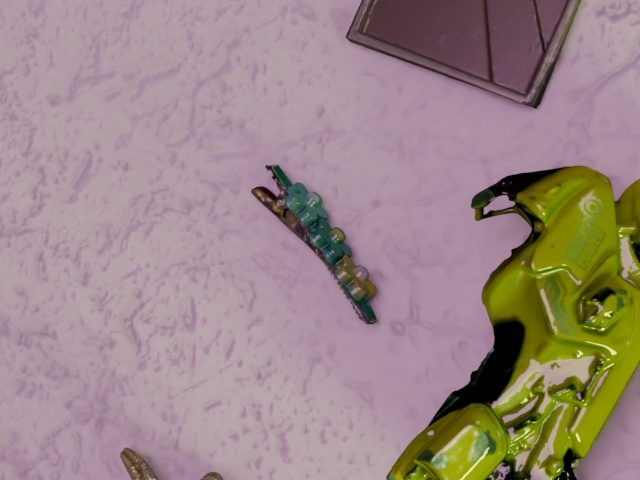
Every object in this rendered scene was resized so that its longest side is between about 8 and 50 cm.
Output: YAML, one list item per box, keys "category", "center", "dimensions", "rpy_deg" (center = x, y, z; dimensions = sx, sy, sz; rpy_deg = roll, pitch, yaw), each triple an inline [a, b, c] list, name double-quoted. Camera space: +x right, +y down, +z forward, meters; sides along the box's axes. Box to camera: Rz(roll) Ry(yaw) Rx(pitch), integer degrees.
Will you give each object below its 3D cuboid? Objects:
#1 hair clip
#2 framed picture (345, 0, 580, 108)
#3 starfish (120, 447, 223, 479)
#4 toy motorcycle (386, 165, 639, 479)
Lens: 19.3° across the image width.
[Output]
- category: "hair clip"
  center: [0.000, 0.000, 1.654]
  dimensions: [0.049, 0.049, 0.173]
  rpy_deg: [-41, 71, 6]
- category: "framed picture"
  center: [0.154, -0.265, 1.666]
  dimensions: [0.189, 0.023, 0.260]
  rpy_deg: [21, 87, 18]
- category: "starfish"
  center: [-0.148, 0.277, 1.628]
  dimensions: [0.223, 0.050, 0.217]
  rpy_deg: [-50, 37, 26]
- category: "toy motorcycle"
  center: [0.179, 0.075, 1.541]
  dimensions: [0.206, 0.142, 0.342]
  rpy_deg: [32, 88, 20]
